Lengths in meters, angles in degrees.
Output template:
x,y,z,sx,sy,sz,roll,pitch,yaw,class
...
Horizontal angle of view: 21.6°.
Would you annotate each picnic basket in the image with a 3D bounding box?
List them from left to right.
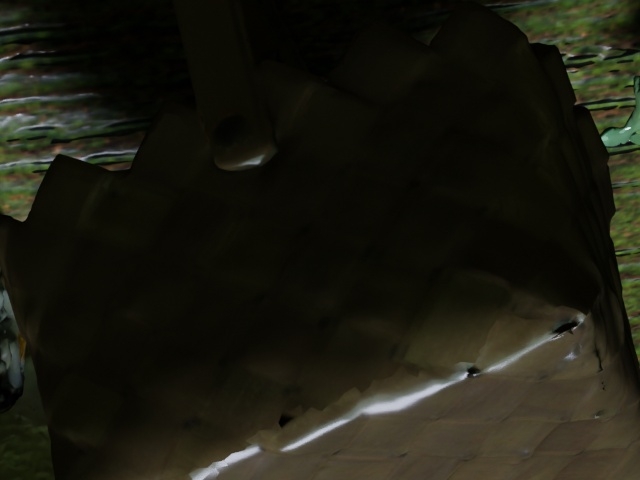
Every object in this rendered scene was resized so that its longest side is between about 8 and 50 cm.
x,y,z,sx,sy,sz,roll,pitch,yaw,class
0.000,0.000,0.824,0.291,0.321,0.254,-21,143,8,picnic basket

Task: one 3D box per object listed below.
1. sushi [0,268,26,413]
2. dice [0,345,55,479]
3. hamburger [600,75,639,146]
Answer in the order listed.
x,y,z,sx,sy,sz,roll,pitch,yaw,class
-0.246,0.025,0.924,0.126,0.136,0.225,-8,149,3,sushi
-0.108,0.190,1.114,0.227,0.233,0.238,-7,144,-14,dice
0.273,-0.104,0.954,0.235,0.125,0.214,-24,136,-12,hamburger
